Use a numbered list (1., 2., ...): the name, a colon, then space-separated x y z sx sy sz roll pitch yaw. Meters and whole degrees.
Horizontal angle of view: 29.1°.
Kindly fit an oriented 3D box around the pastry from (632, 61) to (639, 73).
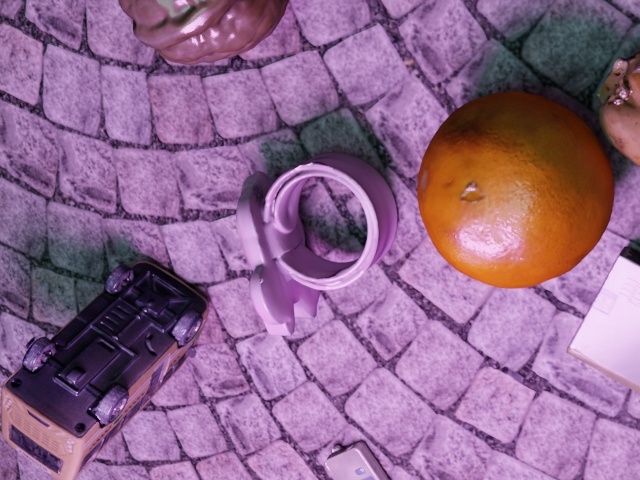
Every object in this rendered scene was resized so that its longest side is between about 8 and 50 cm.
1. pastry: 0.533 -0.227 1.389 0.329 0.136 0.330 -1 82 6

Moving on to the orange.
1. orange: 0.255 -0.067 1.626 0.261 0.261 0.261 12 118 23

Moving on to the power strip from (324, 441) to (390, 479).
1. power strip: 0.086 0.423 2.073 0.081 0.035 0.192 -29 98 35

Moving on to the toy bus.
1. toy bus: -0.348 0.205 2.008 0.177 0.365 0.202 33 136 12

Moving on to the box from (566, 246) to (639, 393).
1. box: 0.501 0.144 1.709 0.270 0.045 0.211 28 123 14

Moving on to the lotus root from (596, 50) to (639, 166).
1. lotus root: 0.479 -0.134 1.528 0.284 0.146 0.160 30 134 10

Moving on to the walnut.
1. walnut: -0.164 -0.369 1.711 0.248 0.248 0.248 12 118 23

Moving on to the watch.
1. watch: 0.000 0.000 1.832 0.217 0.211 0.248 -14 97 24
